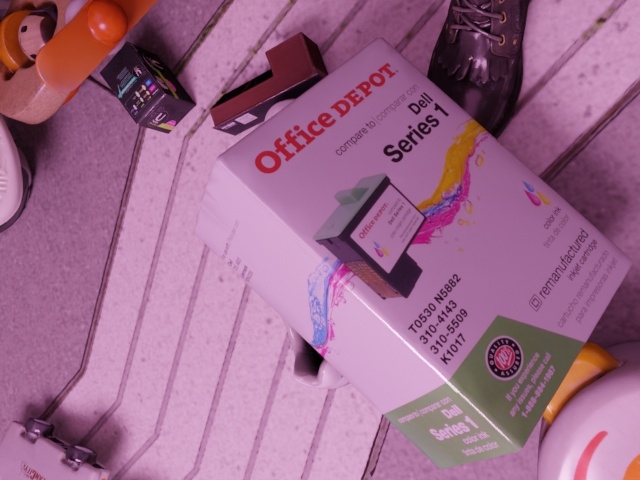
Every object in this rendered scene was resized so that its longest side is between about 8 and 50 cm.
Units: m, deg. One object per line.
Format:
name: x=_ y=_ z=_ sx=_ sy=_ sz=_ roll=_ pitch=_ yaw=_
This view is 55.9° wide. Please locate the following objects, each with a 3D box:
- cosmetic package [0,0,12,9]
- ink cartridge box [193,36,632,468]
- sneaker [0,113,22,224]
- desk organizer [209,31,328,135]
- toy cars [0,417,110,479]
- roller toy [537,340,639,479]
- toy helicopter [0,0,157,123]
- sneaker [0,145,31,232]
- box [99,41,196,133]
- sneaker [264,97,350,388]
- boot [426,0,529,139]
cosmetic package: x=-0.487 y=-0.378 z=0.676 sx=0.129 sy=0.296 sz=0.153 roll=5 pitch=92 yaw=24
ink cartridge box: x=0.070 y=0.002 z=0.482 sx=0.278 sy=0.201 sz=0.117 roll=43 pitch=150 yaw=5
sneaker: x=-0.467 y=-0.152 z=0.735 sx=0.131 sy=0.148 sz=0.350 roll=-34 pitch=83 yaw=-16
desk organizer: x=-0.058 y=-0.164 z=0.644 sx=0.130 sy=0.047 sz=0.050 roll=-22 pitch=81 yaw=21
toy cars: x=-0.408 y=0.344 z=0.775 sx=0.394 sy=0.087 sz=0.176 roll=-30 pitch=54 yaw=16
roller toy: x=0.269 y=0.178 z=0.466 sx=0.191 sy=0.146 sz=0.209 roll=-5 pitch=89 yaw=22
toy helicopter: x=-0.251 y=-0.286 z=0.640 sx=0.235 sy=0.140 sz=0.355 roll=37 pitch=100 yaw=40
sneaker: x=-0.492 y=-0.037 z=0.793 sx=0.267 sy=0.106 sz=0.101 roll=-33 pitch=78 yaw=18
box: x=-0.197 y=-0.173 z=0.691 sx=0.052 sy=0.062 sz=0.083 roll=-42 pitch=77 yaw=17
sneaker: x=0.000 y=0.000 z=0.581 sx=0.111 sy=0.129 sz=0.296 roll=-18 pitch=83 yaw=25
boot: x=0.118 y=-0.205 z=0.472 sx=0.091 sy=0.229 sz=0.262 roll=15 pitch=97 yaw=21
